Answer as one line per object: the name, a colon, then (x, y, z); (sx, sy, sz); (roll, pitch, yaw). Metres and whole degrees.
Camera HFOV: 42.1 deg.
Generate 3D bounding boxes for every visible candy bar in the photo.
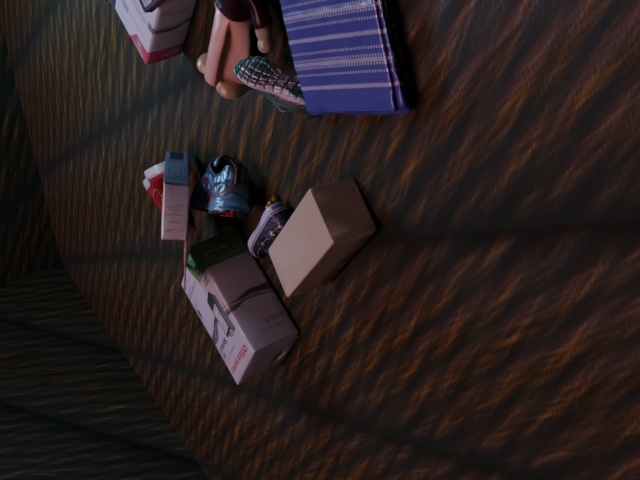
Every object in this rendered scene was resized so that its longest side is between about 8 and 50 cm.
candy bar: (-0.111, -0.040, 1.692); (0.018, 0.040, 0.161); (24, 148, -1)

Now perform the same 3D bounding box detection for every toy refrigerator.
toy refrigerator: (0.000, 0.000, 1.455); (0.102, 0.094, 0.269); (66, 154, 15)

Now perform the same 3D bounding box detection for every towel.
towel: (0.020, -0.341, 1.187); (0.243, 0.040, 0.335); (10, 118, 54)

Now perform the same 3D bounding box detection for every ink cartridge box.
ink cartridge box: (-0.189, 0.152, 1.891); (0.289, 0.122, 0.211); (57, 152, 18)
ink cartridge box: (-0.334, -0.488, 1.681); (0.158, 0.092, 0.218); (60, 155, 11)
ink cartridge box: (-0.323, -0.051, 1.853); (0.275, 0.060, 0.238); (-114, 29, -68)

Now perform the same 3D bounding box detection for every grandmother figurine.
grandmother figurine: (-0.145, -0.393, 1.400); (0.208, 0.104, 0.342); (41, 149, 19)

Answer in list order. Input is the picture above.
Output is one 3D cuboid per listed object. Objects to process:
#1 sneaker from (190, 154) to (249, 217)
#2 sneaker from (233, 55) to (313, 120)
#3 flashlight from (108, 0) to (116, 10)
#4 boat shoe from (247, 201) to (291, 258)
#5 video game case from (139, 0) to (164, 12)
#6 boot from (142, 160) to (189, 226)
sneaker: (-0.201, -0.117, 1.762); (0.262, 0.104, 0.125); (15, 97, 65)
sneaker: (-0.072, -0.246, 1.379); (0.167, 0.065, 0.076); (28, 152, 18)
flashlight: (-0.406, -0.598, 1.720); (0.304, 0.103, 0.103); (135, 135, -63)
boat shoe: (-0.092, 0.006, 1.656); (0.083, 0.065, 0.183); (58, 152, 19)
video game case: (-0.271, -0.558, 1.473); (0.274, 0.026, 0.196); (-24, 89, 42)
boot: (-0.367, -0.102, 2.067); (0.176, 0.088, 0.244); (65, 162, 3)
